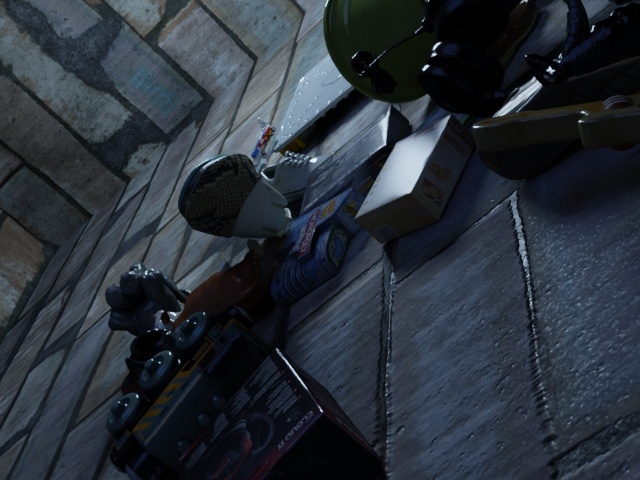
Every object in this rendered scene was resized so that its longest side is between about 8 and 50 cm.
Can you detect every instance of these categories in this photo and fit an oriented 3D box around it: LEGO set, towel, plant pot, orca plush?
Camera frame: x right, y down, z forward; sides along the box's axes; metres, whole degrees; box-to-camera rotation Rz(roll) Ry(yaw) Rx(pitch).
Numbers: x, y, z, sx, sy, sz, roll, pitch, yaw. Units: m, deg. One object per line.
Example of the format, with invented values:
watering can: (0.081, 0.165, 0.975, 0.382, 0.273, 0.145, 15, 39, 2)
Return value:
LEGO set: (-0.164, -0.194, 2.559, 0.182, 0.060, 0.244, -62, 10, 11)
towel: (0.214, -0.201, 1.839, 0.113, 0.023, 0.152, -50, 18, -3)
plant pot: (0.182, -0.417, 1.918, 0.276, 0.276, 0.254, -56, 15, -23)
orca plush: (0.368, -0.259, 1.183, 0.287, 0.102, 0.151, -17, -1, 10)

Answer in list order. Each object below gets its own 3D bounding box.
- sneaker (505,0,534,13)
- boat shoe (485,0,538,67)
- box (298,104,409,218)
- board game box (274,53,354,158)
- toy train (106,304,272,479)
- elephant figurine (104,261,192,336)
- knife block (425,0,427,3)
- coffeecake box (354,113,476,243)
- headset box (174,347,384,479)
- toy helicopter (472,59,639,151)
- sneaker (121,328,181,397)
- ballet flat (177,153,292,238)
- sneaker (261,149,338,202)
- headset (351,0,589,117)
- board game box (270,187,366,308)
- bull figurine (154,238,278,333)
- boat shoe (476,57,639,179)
sneaker: (0.375, -0.522, 1.970, 0.283, 0.124, 0.107, -43, 18, 14)
boat shoe: (0.328, -0.370, 1.865, 0.178, 0.060, 0.064, -55, 19, -22)
box: (0.065, -0.134, 1.987, 0.231, 0.056, 0.183, -39, 19, 25)
board game box: (0.065, -0.404, 2.558, 0.390, 0.050, 0.390, -37, 21, 30)
toy train: (-0.212, 0.255, 1.707, 0.334, 0.142, 0.190, -50, 28, -7)
elephant figurine: (-0.352, 0.130, 2.267, 0.169, 0.186, 0.239, -8, -2, 9)
knife block: (0.197, -0.440, 2.244, 0.276, 0.088, 0.242, -25, 44, 1)
coffeecake box: (0.154, -0.099, 1.689, 0.142, 0.068, 0.185, -25, 29, 50)
headset box: (-0.059, 0.285, 1.315, 0.218, 0.110, 0.293, -49, 18, -2)
toy helicopter: (0.342, -0.150, 1.218, 0.355, 0.140, 0.235, -3, 18, 42)
sneaker: (-0.315, 0.233, 1.973, 0.276, 0.135, 0.097, -28, 28, 49)
ballet flat: (-0.139, -0.068, 2.018, 0.164, 0.182, 0.483, -63, -2, 1)
sneaker: (-0.045, -0.143, 2.198, 0.258, 0.091, 0.094, -23, 30, 53)
headset: (0.239, -0.302, 1.699, 0.394, 0.185, 0.243, -3, 68, 27)
board game box: (0.000, 0.000, 1.853, 0.194, 0.060, 0.194, -36, 21, 34)
bull figurine: (-0.189, 0.106, 1.997, 0.310, 0.101, 0.188, -24, 23, 43)
boat shoe: (0.342, -0.203, 1.400, 0.324, 0.123, 0.116, -29, 23, 41)
